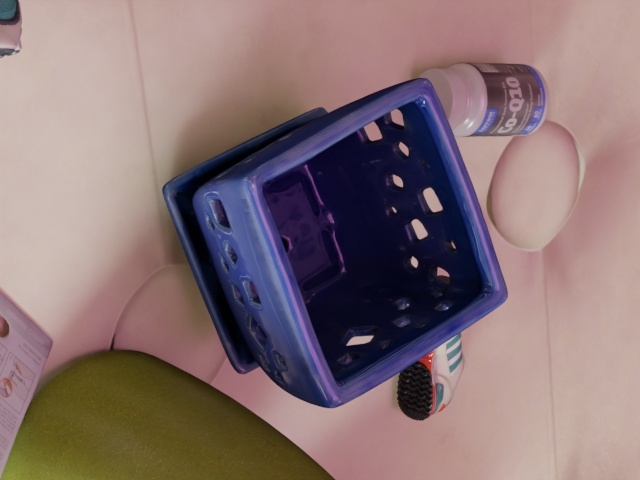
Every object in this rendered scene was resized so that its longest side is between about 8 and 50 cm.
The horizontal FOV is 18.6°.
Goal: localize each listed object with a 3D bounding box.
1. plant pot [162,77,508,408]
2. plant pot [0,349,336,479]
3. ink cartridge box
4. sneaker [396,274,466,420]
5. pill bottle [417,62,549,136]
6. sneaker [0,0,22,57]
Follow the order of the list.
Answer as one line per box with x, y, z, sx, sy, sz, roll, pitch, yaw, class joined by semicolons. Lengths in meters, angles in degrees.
0.000;0.000;1.834;0.236;0.212;0.236;-29;106;-30;plant pot
-0.103;0.260;1.775;0.275;0.293;0.275;-11;106;-44;plant pot
-0.342;0.139;1.710;0.189;0.066;0.232;49;41;-40;ink cartridge box
0.128;0.113;2.118;0.075;0.057;0.161;-8;109;-56;sneaker
0.167;-0.147;2.039;0.137;0.078;0.078;-4;107;-39;pill bottle
-0.366;-0.202;1.573;0.275;0.107;0.110;-1;86;-45;sneaker
